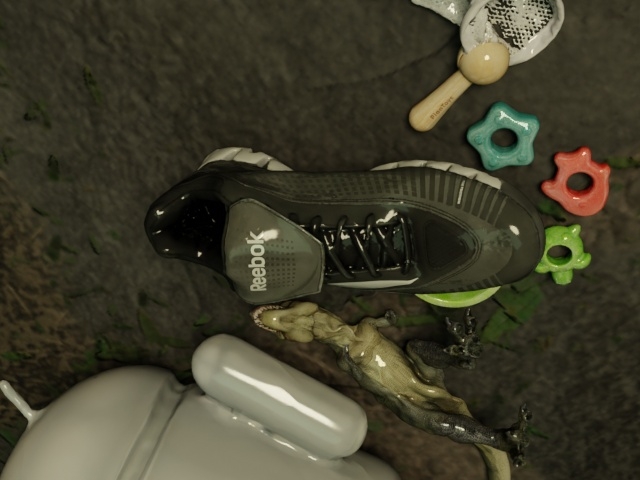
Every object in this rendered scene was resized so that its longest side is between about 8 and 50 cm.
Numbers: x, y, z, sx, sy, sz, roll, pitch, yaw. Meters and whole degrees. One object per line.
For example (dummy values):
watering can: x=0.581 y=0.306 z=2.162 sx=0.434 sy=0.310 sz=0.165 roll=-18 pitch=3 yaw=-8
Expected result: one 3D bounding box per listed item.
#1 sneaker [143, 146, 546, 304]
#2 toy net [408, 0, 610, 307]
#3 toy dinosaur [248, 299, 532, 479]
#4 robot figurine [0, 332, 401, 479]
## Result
sneaker: x=0.000 y=0.000 z=0.438 sx=0.234 sy=0.106 sz=0.078 roll=10 pitch=116 yaw=29
toy net: x=0.106 y=-0.066 z=0.449 sx=0.122 sy=0.045 sz=0.232 roll=4 pitch=121 yaw=12
toy dinosaur: x=0.079 y=0.106 z=0.544 sx=0.268 sy=0.064 sz=0.118 roll=42 pitch=149 yaw=-17
robot figurine: x=-0.077 y=0.214 z=0.569 sx=0.354 sy=0.200 sz=0.299 roll=22 pitch=101 yaw=-1
